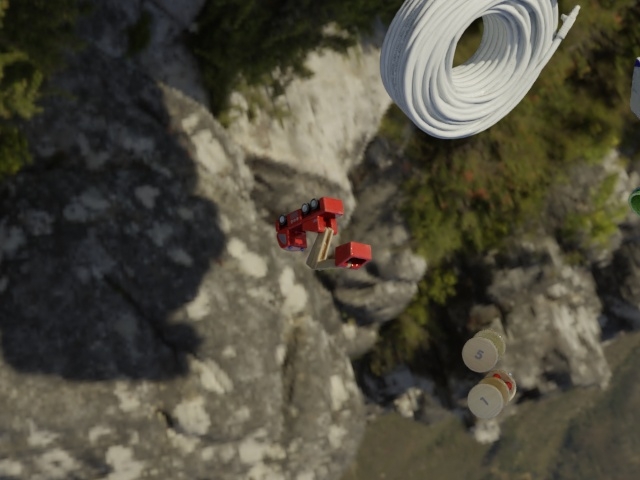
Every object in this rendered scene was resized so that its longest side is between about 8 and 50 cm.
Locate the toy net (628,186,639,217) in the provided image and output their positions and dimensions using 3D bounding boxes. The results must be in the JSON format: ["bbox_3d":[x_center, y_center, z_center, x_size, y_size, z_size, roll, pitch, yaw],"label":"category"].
[{"bbox_3d":[0.579,-0.019,1.752,0.045,0.232,0.122,-48,138,-23],"label":"toy net"}]

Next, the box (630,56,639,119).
[{"bbox_3d":[0.447,-0.161,1.342,0.137,0.126,0.072,-10,127,-11],"label":"box"}]

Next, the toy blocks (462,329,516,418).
[{"bbox_3d":[0.258,0.190,1.749,0.054,0.123,0.148,-5,-176,21],"label":"toy blocks"}]

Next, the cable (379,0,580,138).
[{"bbox_3d":[0.198,-0.261,1.551,0.257,0.089,0.257,10,117,-43],"label":"cable"}]

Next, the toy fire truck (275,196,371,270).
[{"bbox_3d":[0.000,0.000,1.983,0.047,0.135,0.192,10,156,-40],"label":"toy fire truck"}]
